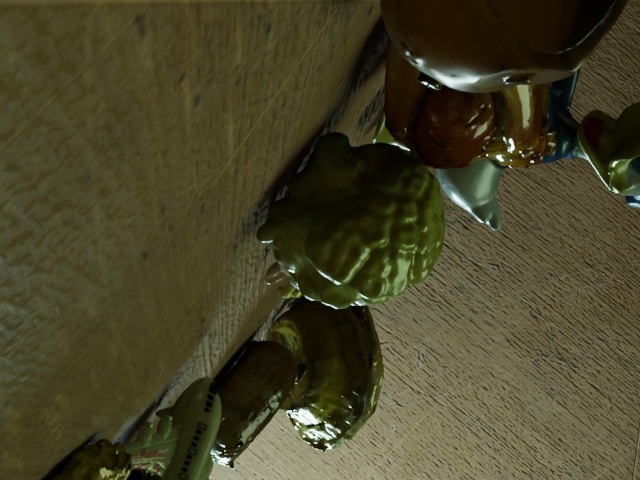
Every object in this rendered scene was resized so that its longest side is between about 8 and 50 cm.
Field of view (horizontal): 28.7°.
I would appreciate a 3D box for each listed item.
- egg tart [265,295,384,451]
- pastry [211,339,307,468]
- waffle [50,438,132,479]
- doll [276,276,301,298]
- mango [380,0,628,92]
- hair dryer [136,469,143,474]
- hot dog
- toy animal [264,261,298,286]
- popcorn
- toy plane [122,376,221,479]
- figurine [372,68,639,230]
[{"bbox_3d":[-0.012,0.198,2.031,0.116,0.295,0.295,3,139,-30],"label":"egg tart"},{"bbox_3d":[-0.123,0.252,1.904,0.218,0.100,0.229,-51,-179,19],"label":"pastry"},{"bbox_3d":[-0.235,0.253,1.126,0.149,0.051,0.194,-56,175,19],"label":"waffle"},{"bbox_3d":[-0.003,0.018,1.600,0.099,0.057,0.143,-6,135,-55],"label":"doll"},{"bbox_3d":[0.128,-0.202,0.816,0.236,0.136,0.166,-57,-170,-9],"label":"mango"},{"bbox_3d":[-0.200,0.272,1.590,0.220,0.053,0.195,-48,173,-50],"label":"hair dryer"},{"bbox_3d":[0.136,-0.139,1.101,0.257,0.150,0.153,-40,134,-71],"label":"hot dog"},{"bbox_3d":[-0.005,-0.005,1.352,0.083,0.089,0.150,-22,161,-34],"label":"toy animal"},{"bbox_3d":[0.028,-0.013,1.143,0.173,0.173,0.142,-52,153,-11],"label":"popcorn"},{"bbox_3d":[-0.163,0.259,1.380,0.092,0.229,0.244,-13,-132,25],"label":"toy plane"},{"bbox_3d":[0.252,-0.136,1.334,0.283,0.338,0.204,-67,173,25],"label":"figurine"}]
